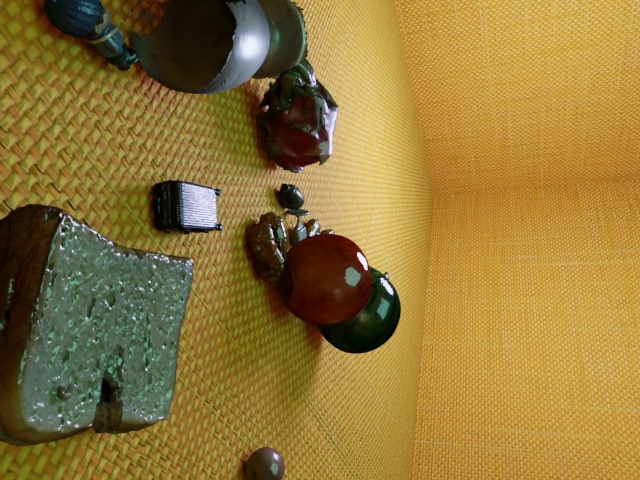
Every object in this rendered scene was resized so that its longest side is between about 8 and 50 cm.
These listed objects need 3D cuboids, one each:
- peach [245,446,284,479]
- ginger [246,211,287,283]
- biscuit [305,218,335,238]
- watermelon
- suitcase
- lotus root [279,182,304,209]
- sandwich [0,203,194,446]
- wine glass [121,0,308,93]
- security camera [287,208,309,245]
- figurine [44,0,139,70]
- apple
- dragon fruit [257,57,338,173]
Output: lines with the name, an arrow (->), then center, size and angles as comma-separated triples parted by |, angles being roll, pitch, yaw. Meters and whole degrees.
peach -> -0.109, 0.457, 1.044 | 0.083, 0.083, 0.083 | -3, 90, -70
ginger -> -0.106, 0.026, 1.123 | 0.103, 0.074, 0.162 | -49, 133, -61
biscuit -> 0.000, 0.000, 1.464 | 0.174, 0.039, 0.183 | -72, 152, -42
watermelon -> 0.101, 0.186, 1.419 | 0.242, 0.243, 0.242 | -3, 90, -70
suitcase -> -0.217, -0.054, 0.855 | 0.126, 0.059, 0.085 | 3, 82, -70
lotus root -> -0.072, -0.106, 1.265 | 0.099, 0.054, 0.049 | 51, 20, -60
sandwich -> -0.276, 0.111, 0.629 | 0.273, 0.095, 0.248 | 36, 57, -65
wine glass -> -0.156, -0.349, 0.883 | 0.357, 0.191, 0.190 | -41, 125, -63
security camera -> -0.057, -0.031, 1.316 | 0.058, 0.058, 0.092 | -37, 134, -66
figurine -> -0.300, -0.276, 0.677 | 0.079, 0.077, 0.136 | -45, 157, -18
apple -> 0.012, 0.091, 1.226 | 0.218, 0.202, 0.218 | 176, -90, -70
dragon fruit -> -0.065, -0.277, 1.164 | 0.200, 0.198, 0.269 | -45, 143, -1
